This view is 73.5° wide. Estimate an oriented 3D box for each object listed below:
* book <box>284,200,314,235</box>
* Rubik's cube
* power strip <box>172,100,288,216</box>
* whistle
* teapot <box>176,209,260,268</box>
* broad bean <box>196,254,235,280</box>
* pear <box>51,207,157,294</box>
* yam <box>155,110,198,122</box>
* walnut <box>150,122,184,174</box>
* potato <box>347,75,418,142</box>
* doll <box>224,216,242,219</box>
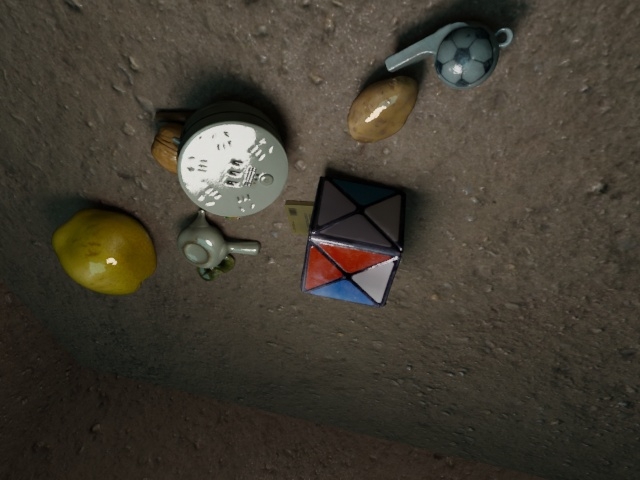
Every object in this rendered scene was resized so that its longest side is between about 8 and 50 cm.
[{"bbox_3d":[-0.010,-0.078,1.615,0.230,0.026,0.161,5,136,16],"label":"book"},{"bbox_3d":[0.103,-0.002,1.421,0.305,0.310,0.307,11,137,3],"label":"Rubik's cube"},{"bbox_3d":[-0.284,-0.250,1.342,0.357,0.161,0.358,-8,130,-9],"label":"power strip"},{"bbox_3d":[0.316,-0.431,1.037,0.289,0.164,0.163,-16,127,34],"label":"whistle"},{"bbox_3d":[-0.437,0.034,1.803,0.318,0.149,0.220,32,130,-12],"label":"teapot"},{"bbox_3d":[-0.482,0.102,1.961,0.153,0.072,0.206,36,124,-20],"label":"broad bean"},{"bbox_3d":[-0.922,0.047,1.863,0.418,0.362,0.362,37,135,-10],"label":"pear"},{"bbox_3d":[-0.399,-0.411,1.409,0.326,0.045,0.045,3,105,19],"label":"yam"},{"bbox_3d":[-0.471,-0.304,1.461,0.197,0.165,0.165,35,136,-12],"label":"walnut"},{"bbox_3d":[0.162,-0.363,1.181,0.161,0.128,0.235,4,153,-14],"label":"potato"},{"bbox_3d":[-0.313,-0.139,1.602,0.134,0.106,0.186,-14,162,-22],"label":"doll"}]
